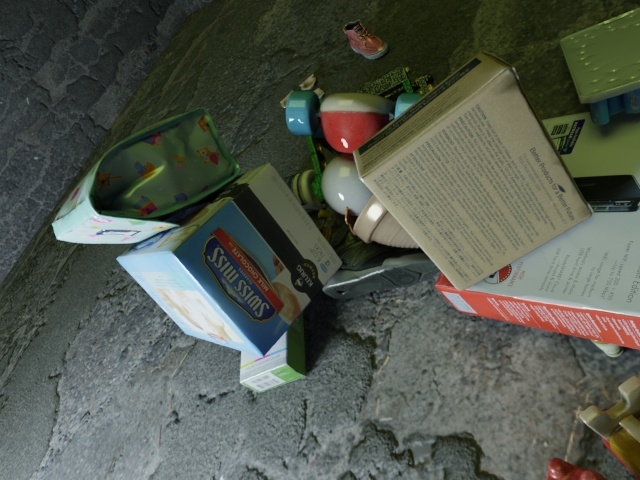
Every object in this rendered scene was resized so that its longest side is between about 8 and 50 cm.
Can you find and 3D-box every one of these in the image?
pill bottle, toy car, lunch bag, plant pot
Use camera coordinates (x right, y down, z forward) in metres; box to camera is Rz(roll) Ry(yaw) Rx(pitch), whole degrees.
[{"bbox_3d":[-0.076,-0.103,1.068,0.169,0.094,0.094,-12,50,32],"label":"pill bottle"},{"bbox_3d":[0.065,-0.131,0.793,0.219,0.210,0.238,7,102,15],"label":"toy car"},{"bbox_3d":[-0.302,-0.088,0.754,0.223,0.160,0.262,-11,26,46],"label":"lunch bag"},{"bbox_3d":[0.171,-0.064,0.716,0.237,0.237,0.110,-45,80,-1],"label":"plant pot"}]

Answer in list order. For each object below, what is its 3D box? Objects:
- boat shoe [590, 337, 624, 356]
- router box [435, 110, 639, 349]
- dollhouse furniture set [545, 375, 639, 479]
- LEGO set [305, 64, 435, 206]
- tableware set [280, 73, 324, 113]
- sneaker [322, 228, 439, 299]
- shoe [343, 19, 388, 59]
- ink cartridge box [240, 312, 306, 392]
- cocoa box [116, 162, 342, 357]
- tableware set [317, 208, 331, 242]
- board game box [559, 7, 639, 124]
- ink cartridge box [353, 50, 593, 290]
[{"bbox_3d":[0.377,0.076,0.593,0.056,0.048,0.153,-19,39,40],"label":"boat shoe"},{"bbox_3d":[0.362,-0.037,0.614,0.301,0.082,0.335,3,56,54],"label":"router box"},{"bbox_3d":[0.338,0.326,0.359,0.201,0.152,0.374,-39,23,7],"label":"dollhouse furniture set"},{"bbox_3d":[0.123,-0.210,0.978,0.331,0.192,0.255,-31,71,20],"label":"LEGO set"},{"bbox_3d":[-0.061,-0.449,1.406,0.141,0.020,0.169,-33,41,12],"label":"tableware set"},{"bbox_3d":[0.107,0.025,0.816,0.227,0.087,0.130,-17,53,36],"label":"sneaker"},{"bbox_3d":[0.129,-0.596,1.327,0.063,0.081,0.178,-43,40,2],"label":"shoe"},{"bbox_3d":[-0.092,0.174,0.872,0.109,0.062,0.209,-26,43,21],"label":"ink cartridge box"},{"bbox_3d":[-0.184,0.040,0.844,0.347,0.231,0.228,-5,36,53],"label":"cocoa box"},{"bbox_3d":[0.000,0.000,0.924,0.104,0.024,0.154,113,166,-49],"label":"tableware set"},{"bbox_3d":[0.575,-0.310,0.642,0.389,0.050,0.390,-14,26,31],"label":"board game box"},{"bbox_3d":[0.187,-0.073,0.558,0.193,0.234,0.088,-35,29,19],"label":"ink cartridge box"}]
